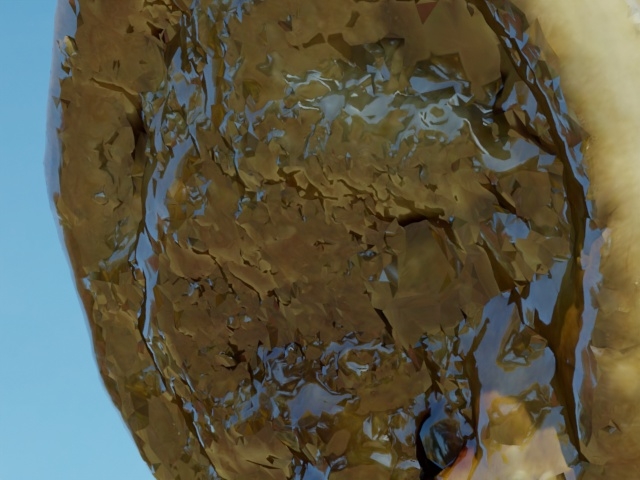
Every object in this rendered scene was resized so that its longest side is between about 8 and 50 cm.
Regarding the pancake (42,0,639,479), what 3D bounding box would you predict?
[{"bbox_3d":[0.002,-0.001,0.624,0.065,0.356,0.356,-20,-19,-41],"label":"pancake"}]
